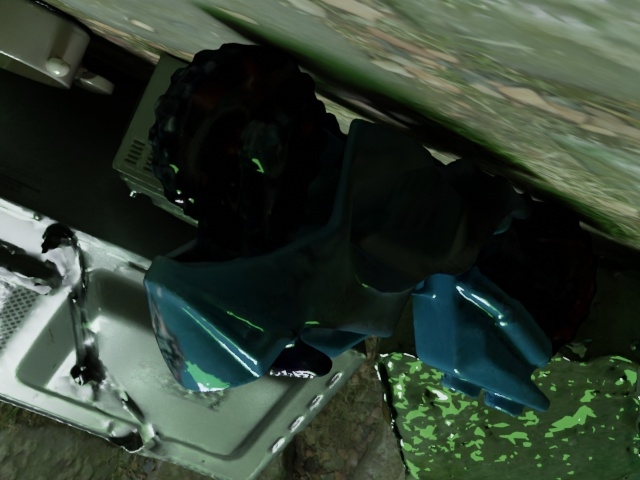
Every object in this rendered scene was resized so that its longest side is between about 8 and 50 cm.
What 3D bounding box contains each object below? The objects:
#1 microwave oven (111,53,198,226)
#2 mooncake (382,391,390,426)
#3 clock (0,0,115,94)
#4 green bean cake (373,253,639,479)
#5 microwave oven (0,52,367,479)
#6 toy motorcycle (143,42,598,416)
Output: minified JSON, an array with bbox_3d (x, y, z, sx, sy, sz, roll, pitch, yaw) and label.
[{"bbox_3d":[-0.083,-0.067,1.417,0.163,0.129,0.205,22,177,12],"label":"microwave oven"},{"bbox_3d":[0.203,0.147,1.638,0.285,0.155,0.284,3,-179,0],"label":"mooncake"},{"bbox_3d":[-0.286,-0.194,1.414,0.229,0.063,0.156,22,176,-22],"label":"clock"},{"bbox_3d":[0.182,0.129,1.383,0.241,0.132,0.255,-4,138,14],"label":"green bean cake"},{"bbox_3d":[-0.202,0.021,1.619,0.432,0.236,0.374,25,-148,-23],"label":"microwave oven"},{"bbox_3d":[0.029,0.028,1.125,0.416,0.232,0.172,25,175,-37],"label":"toy motorcycle"}]
